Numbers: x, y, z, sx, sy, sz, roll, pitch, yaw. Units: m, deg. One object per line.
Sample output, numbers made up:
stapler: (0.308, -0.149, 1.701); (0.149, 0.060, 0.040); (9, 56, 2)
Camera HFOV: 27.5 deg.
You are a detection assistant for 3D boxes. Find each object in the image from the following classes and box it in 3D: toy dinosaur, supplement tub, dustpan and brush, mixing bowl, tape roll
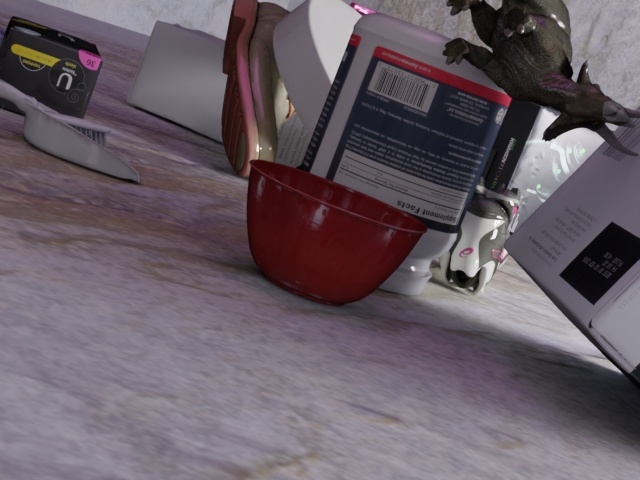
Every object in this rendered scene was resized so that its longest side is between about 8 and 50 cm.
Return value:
toy dinosaur: (0.210, -0.212, 1.341); (0.160, 0.121, 0.314); (31, 33, -39)
supplement tub: (0.085, -0.096, 1.441); (0.191, 0.272, 0.191); (21, 9, -4)
dustpan and brush: (-0.302, -0.133, 1.449); (0.211, 0.060, 0.147); (15, 11, -34)
mixing bowl: (0.000, 0.000, 1.240); (0.181, 0.098, 0.181); (22, 9, -4)
tape roll: (0.077, -0.185, 1.915); (0.392, 0.072, 0.392); (45, 25, -28)

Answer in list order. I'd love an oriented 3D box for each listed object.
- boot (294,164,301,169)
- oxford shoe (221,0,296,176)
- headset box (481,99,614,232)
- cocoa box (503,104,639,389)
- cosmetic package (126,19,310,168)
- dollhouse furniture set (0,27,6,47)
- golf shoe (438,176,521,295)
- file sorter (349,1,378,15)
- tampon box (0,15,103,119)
boot: (0.023, -0.068, 1.880); (0.121, 0.045, 0.099); (16, 16, -21)
oxford shoe: (-0.067, -0.236, 1.925); (0.146, 0.140, 0.397); (8, 43, -10)
headset box: (0.376, -0.090, 2.166); (0.283, 0.246, 0.131); (15, 12, -29)
cocoa box: (0.363, 0.036, 1.261); (0.228, 0.231, 0.347); (43, 5, -11)
cosmetic package: (-0.099, -0.226, 2.176); (0.385, 0.156, 0.217); (22, 9, 13)
dollhouse furniture set: (-0.464, -0.340, 1.902); (0.129, 0.184, 0.129); (19, 9, -15)
golf shoe: (0.178, 0.012, 1.610); (0.105, 0.120, 0.273); (17, -14, 11)
file sorter: (0.121, -0.254, 2.417); (0.202, 0.291, 0.182); (16, 13, -31)
tampon box: (-0.357, -0.217, 1.686); (0.120, 0.101, 0.161); (18, 10, -18)
